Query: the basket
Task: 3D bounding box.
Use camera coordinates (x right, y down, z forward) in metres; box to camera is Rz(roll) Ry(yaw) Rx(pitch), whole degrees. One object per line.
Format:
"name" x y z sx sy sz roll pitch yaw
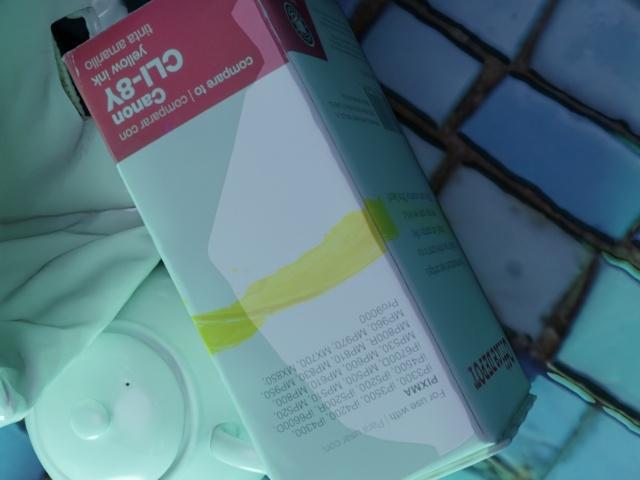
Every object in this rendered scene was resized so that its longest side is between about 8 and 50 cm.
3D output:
"basket" -0.314 -0.072 1.006 0.267 0.331 0.328 -5 118 26

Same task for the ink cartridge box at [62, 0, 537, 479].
"ink cartridge box" 0.000 0.000 0.989 0.160 0.279 0.384 -29 84 14

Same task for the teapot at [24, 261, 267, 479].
"teapot" -0.150 0.139 1.088 0.256 0.187 0.252 -33 83 14
